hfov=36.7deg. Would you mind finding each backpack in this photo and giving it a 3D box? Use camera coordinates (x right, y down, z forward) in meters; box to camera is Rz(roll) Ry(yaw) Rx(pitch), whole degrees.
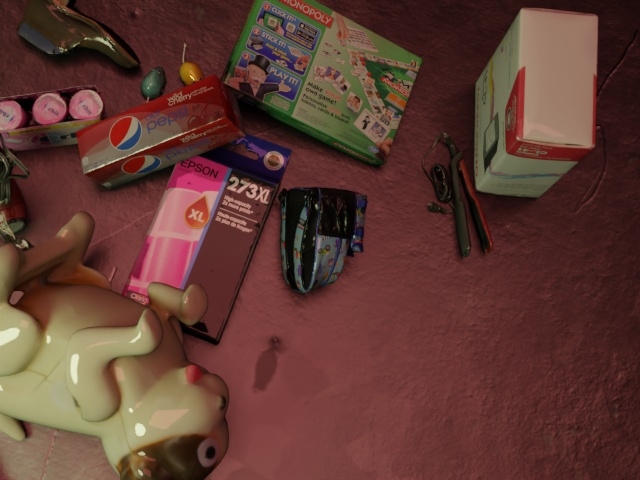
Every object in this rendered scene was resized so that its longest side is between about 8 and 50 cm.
[{"bbox_3d":[0.000,0.000,1.596,0.117,0.158,0.173,4,90,-24],"label":"backpack"}]

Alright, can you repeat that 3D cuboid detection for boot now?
[{"bbox_3d":[-0.423,-0.346,1.679,0.219,0.082,0.106,39,98,-1],"label":"boot"}]

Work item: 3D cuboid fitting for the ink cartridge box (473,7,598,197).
[{"bbox_3d":[0.349,-0.216,1.599,0.131,0.306,0.226,5,77,-4],"label":"ink cartridge box"}]

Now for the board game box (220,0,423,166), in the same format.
[{"bbox_3d":[0.005,-0.289,1.670,0.317,0.046,0.213,25,75,-17],"label":"board game box"}]

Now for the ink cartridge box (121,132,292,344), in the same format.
[{"bbox_3d":[-0.188,-0.027,1.627,0.176,0.069,0.371,20,74,0],"label":"ink cartridge box"}]

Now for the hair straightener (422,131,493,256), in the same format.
[{"bbox_3d":[0.231,-0.081,1.689,0.089,0.047,0.230,-12,79,-9],"label":"hair straightener"}]

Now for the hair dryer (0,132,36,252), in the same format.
[{"bbox_3d":[-0.508,-0.105,1.537,0.080,0.223,0.293,-18,34,-35],"label":"hair dryer"}]

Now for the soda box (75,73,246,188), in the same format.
[{"bbox_3d":[-0.263,-0.176,1.585,0.263,0.092,0.083,-20,70,12],"label":"soda box"}]

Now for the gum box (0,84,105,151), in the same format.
[{"bbox_3d":[-0.450,-0.202,1.613,0.188,0.107,0.062,-9,78,-8],"label":"gum box"}]

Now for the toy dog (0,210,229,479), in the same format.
[{"bbox_3d":[-0.318,0.215,1.422,0.408,0.284,0.395,34,103,7],"label":"toy dog"}]

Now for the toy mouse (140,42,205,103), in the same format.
[{"bbox_3d":[-0.264,-0.256,1.678,0.143,0.031,0.161,-28,76,-9],"label":"toy mouse"}]
